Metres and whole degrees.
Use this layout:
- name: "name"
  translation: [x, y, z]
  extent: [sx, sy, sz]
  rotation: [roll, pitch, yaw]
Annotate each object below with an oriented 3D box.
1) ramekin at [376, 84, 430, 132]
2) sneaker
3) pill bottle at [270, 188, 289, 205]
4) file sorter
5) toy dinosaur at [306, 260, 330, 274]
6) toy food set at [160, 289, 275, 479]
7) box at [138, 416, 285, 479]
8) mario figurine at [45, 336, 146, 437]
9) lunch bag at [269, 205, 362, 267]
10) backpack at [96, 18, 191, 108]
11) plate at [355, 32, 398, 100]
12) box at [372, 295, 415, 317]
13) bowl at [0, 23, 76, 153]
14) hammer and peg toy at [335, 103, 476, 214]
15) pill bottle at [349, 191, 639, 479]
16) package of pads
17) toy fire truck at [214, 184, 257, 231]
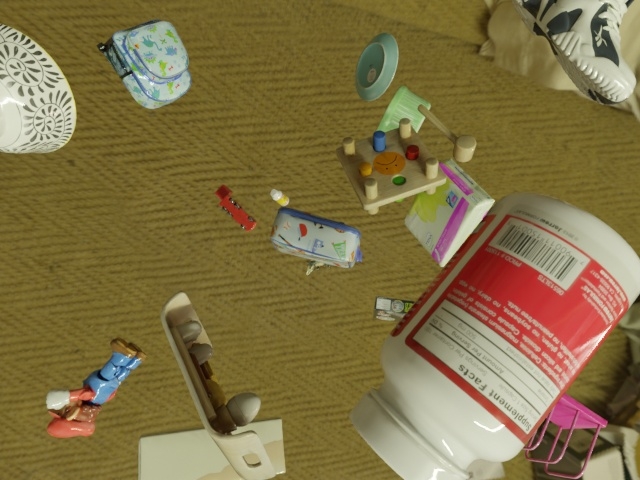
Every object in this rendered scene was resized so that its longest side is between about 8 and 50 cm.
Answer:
- name: "ramekin"
  translation: [0.335, -0.477, 1.934]
  extent: [0.148, 0.303, 0.303]
  rotation: [28, 93, 4]
- name: "sneaker"
  translation: [0.346, -0.283, 0.552]
  extent: [0.153, 0.235, 0.094]
  rotation: [-35, 136, 27]
- name: "pill bottle"
  translation: [-0.162, -0.171, 1.817]
  extent: [0.043, 0.043, 0.083]
  rotation: [-52, 144, 1]
- name: "file sorter"
  translation: [0.618, 0.528, 1.358]
  extent: [0.290, 0.202, 0.182]
  rotation: [34, 67, 7]
- name: "toy dinosaur"
  translation: [0.017, 0.083, 1.912]
  extent: [0.268, 0.118, 0.064]
  rotation: [-25, 92, 31]
- name: "toy food set"
  translation: [-0.176, 0.259, 0.830]
  extent: [0.092, 0.306, 0.220]
  rotation: [-26, 142, -16]
- name: "box"
  translation: [-0.250, 0.486, 1.060]
  extent: [0.311, 0.148, 0.121]
  rotation: [-1, 71, -19]
- name: "mario figurine"
  translation: [-0.688, 0.427, 1.372]
  extent: [0.320, 0.170, 0.198]
  rotation: [-52, 125, -16]
- name: "lunch bag"
  translation: [0.000, 0.000, 1.253]
  extent: [0.243, 0.303, 0.115]
  rotation: [14, 86, 6]
- name: "backpack"
  translation: [-0.253, -0.266, 0.702]
  extent: [0.105, 0.084, 0.114]
  rotation: [-44, 117, -39]
- name: "plate"
  translation: [0.148, -0.491, 1.306]
  extent: [0.024, 0.188, 0.188]
  rotation: [5, 98, -34]
- name: "box"
  translation: [0.360, 0.303, 1.955]
  extent: [0.270, 0.216, 0.060]
  rotation: [7, 71, 7]
- name: "bowl"
  translation: [-0.406, -0.171, 0.572]
  extent: [0.170, 0.080, 0.170]
  rotation: [6, 126, 9]
- name: "hammer and peg toy"
  translation: [0.250, -0.243, 1.368]
  extent: [0.361, 0.266, 0.127]
  rotation: [-20, 145, -5]
- name: "pill bottle"
  translation: [0.235, 0.149, 0.661]
  extent: [0.229, 0.229, 0.408]
  rotation: [42, 85, -11]
- name: "package of pads"
  translation: [0.399, -0.090, 1.495]
  extent: [0.101, 0.229, 0.297]
  rotation: [-16, 143, -26]
- name: "toy fire truck"
  translation: [-0.295, -0.113, 1.612]
  extent: [0.192, 0.135, 0.047]
  rotation: [44, 96, -3]
